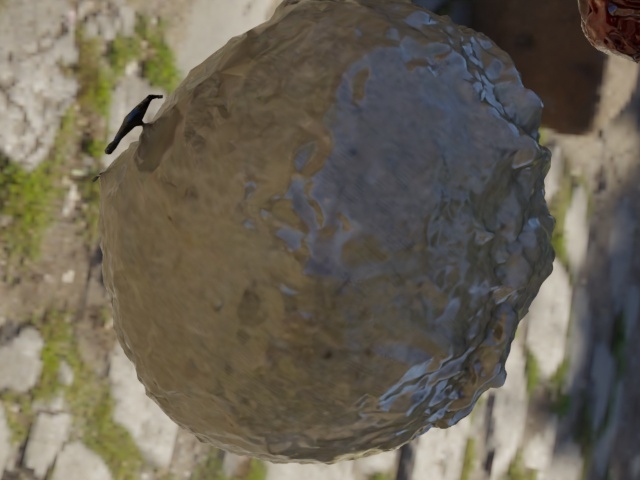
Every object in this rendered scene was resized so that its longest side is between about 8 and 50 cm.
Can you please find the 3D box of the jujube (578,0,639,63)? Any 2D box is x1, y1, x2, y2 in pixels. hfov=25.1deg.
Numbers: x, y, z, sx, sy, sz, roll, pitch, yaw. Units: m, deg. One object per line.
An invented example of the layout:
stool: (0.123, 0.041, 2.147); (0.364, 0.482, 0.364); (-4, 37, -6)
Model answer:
jujube: (0.266, -0.184, 1.000); (0.112, 0.176, 0.109); (59, 24, -68)

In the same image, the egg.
egg: (0.000, 0.000, 0.870); (0.310, 0.279, 0.279); (-54, 172, 37)
